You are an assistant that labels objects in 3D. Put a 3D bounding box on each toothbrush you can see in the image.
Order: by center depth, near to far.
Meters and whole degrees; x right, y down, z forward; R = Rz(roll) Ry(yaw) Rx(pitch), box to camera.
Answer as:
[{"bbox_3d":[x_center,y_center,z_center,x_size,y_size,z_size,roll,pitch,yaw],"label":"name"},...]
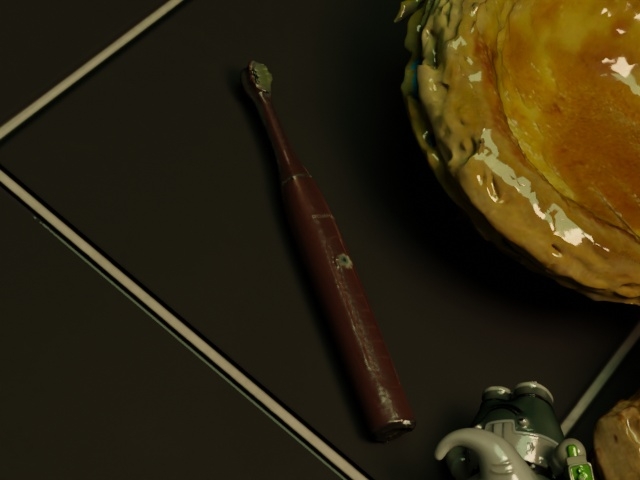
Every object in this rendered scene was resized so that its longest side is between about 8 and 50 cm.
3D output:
[{"bbox_3d":[0.000,0.001,1.405,0.041,0.041,0.364,-7,59,-27],"label":"toothbrush"}]

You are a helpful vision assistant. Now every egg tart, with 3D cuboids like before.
[{"bbox_3d":[0.229,-0.094,1.490,0.388,0.169,0.388,13,54,-18],"label":"egg tart"}]

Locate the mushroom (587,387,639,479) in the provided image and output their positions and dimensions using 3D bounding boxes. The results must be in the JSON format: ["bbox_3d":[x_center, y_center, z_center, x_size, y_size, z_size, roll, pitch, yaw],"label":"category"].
[{"bbox_3d":[0.341,0.166,1.330,0.283,0.195,0.263,-10,76,-27],"label":"mushroom"}]

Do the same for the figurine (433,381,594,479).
[{"bbox_3d":[0.140,0.198,1.279,0.147,0.126,0.192,-3,57,18],"label":"figurine"}]
